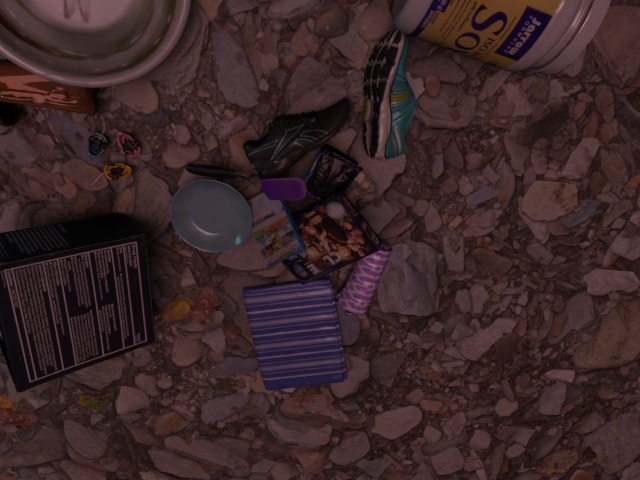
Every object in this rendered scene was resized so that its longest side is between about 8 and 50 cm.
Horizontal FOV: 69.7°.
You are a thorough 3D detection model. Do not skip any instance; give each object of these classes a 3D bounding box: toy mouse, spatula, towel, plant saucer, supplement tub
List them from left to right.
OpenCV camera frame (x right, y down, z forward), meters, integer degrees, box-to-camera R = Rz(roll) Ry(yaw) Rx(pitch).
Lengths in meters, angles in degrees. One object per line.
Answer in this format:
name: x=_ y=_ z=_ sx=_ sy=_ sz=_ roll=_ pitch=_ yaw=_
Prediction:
plant saucer: x=-0.447 y=-0.492 z=0.844 sx=0.401 sy=0.100 sz=0.400 roll=-9 pitch=113 yaw=-22
toy mouse: x=-0.464 y=-0.211 z=1.037 sx=0.161 sy=0.031 sz=0.143 roll=-12 pitch=113 yaw=2
plant saucer: x=-0.258 y=-0.063 z=1.099 sx=0.195 sy=0.037 sz=0.194 roll=1 pitch=121 yaw=1
spatula: x=-0.174 y=-0.136 z=1.034 sx=0.297 sy=0.030 sz=0.084 roll=15 pitch=155 yaw=17
towel: x=-0.064 y=0.262 z=1.261 sx=0.244 sy=0.040 sz=0.335 roll=-8 pitch=111 yaw=2
supplement tub: x=0.327 y=-0.464 z=0.860 sx=0.332 sy=0.241 sz=0.240 roll=16 pitch=111 yaw=-9

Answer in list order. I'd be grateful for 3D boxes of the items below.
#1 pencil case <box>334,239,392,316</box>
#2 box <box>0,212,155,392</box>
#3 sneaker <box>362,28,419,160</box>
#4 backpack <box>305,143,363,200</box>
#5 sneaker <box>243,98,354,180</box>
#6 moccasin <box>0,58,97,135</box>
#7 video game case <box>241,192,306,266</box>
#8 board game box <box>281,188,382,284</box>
pencil case: x=0.110 y=0.090 z=1.170 sx=0.088 sy=0.086 sz=0.206 roll=26 pitch=109 yaw=12
box: x=-0.553 y=0.122 z=1.024 sx=0.294 sy=0.183 sz=0.296 roll=-15 pitch=119 yaw=-39
sneaker: x=0.158 y=-0.314 z=1.008 sx=0.110 sy=0.107 sz=0.275 roll=-8 pitch=119 yaw=-21
backpack: x=0.023 y=-0.152 z=1.059 sx=0.105 sy=0.084 sz=0.114 roll=27 pitch=112 yaw=-14
sneaker: x=-0.050 y=-0.237 z=1.012 sx=0.267 sy=0.101 sz=0.106 roll=-34 pitch=108 yaw=10
moccasin: x=-0.661 y=-0.292 z=0.946 sx=0.381 sy=0.139 sz=0.146 roll=-6 pitch=104 yaw=-11
video game case: x=-0.114 y=-0.033 z=1.083 sx=0.119 sy=0.015 sz=0.166 roll=-24 pitch=89 yaw=32
board game box: x=0.000 y=0.000 z=1.096 sx=0.243 sy=0.042 sz=0.165 roll=-28 pitch=113 yaw=33
